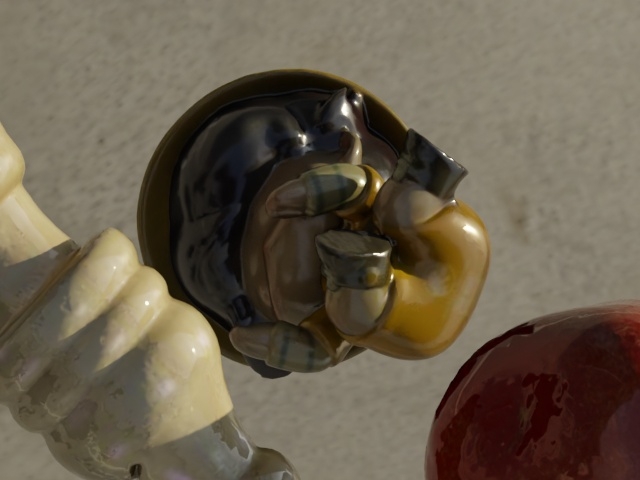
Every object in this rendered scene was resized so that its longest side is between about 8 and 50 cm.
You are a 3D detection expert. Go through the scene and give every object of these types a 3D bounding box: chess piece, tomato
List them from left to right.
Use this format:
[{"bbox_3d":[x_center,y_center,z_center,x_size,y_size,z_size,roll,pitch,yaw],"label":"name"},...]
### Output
[{"bbox_3d":[-0.125,0.039,0.925,0.307,0.124,0.139,43,103,-6],"label":"chess piece"},{"bbox_3d":[0.145,0.106,0.943,0.187,0.187,0.151,-16,84,-32],"label":"tomato"}]

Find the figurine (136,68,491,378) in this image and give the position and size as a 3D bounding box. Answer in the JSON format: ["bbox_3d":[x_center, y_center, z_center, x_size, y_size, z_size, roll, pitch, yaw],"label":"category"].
[{"bbox_3d":[0.004,0.002,1.148,0.167,0.257,0.192,22,94,-34],"label":"figurine"}]
